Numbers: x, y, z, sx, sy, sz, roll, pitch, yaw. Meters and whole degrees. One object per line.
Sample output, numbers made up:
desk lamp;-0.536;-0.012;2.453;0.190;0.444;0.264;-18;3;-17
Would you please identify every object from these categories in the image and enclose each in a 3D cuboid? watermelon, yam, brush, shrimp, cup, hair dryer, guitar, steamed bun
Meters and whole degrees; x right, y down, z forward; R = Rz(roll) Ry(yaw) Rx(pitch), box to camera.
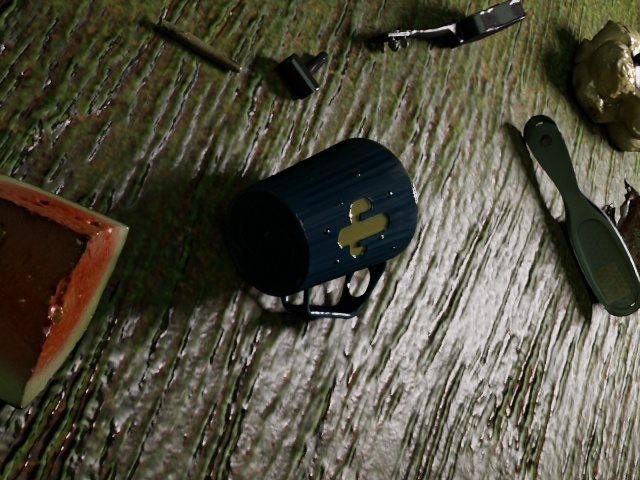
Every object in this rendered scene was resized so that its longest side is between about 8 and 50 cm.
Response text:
watermelon;-0.232;0.036;0.860;0.193;0.137;0.145;17;95;-41
yam;-0.121;-0.195;1.137;0.107;0.014;0.014;26;55;-36
brush;0.360;-0.038;1.540;0.297;0.068;0.060;65;21;2
shrimp;0.442;-0.007;1.599;0.074;0.073;0.190;9;71;-49
cup;0.000;0.000;1.104;0.155;0.131;0.177;-22;113;-45
hair dryer;-0.011;-0.192;1.243;0.047;0.026;0.083;56;39;-13
guitar;0.161;-0.265;1.430;0.271;0.083;0.038;-22;90;-43
steamed bun;0.474;-0.245;1.715;0.177;0.106;0.192;45;43;-24
